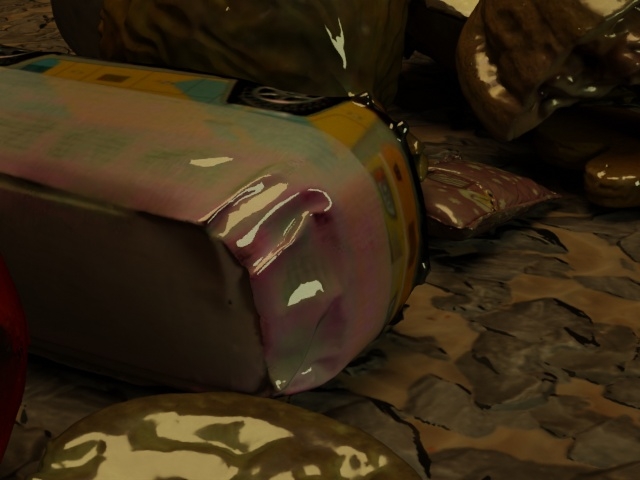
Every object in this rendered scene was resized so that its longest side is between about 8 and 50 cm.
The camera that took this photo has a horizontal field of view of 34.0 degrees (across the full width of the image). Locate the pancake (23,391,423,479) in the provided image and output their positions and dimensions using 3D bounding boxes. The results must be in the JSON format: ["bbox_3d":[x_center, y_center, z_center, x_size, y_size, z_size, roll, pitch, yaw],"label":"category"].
[{"bbox_3d":[-0.050,0.143,0.426,0.222,0.042,0.236,3,26,-3],"label":"pancake"}]

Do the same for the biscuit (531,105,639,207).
[{"bbox_3d":[0.307,-0.059,0.881,0.197,0.049,0.301,-20,30,-36],"label":"biscuit"}]

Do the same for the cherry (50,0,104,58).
[{"bbox_3d":[-0.140,-0.297,1.133,0.335,0.291,0.326,19,-11,13],"label":"cherry"}]

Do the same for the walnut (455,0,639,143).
[{"bbox_3d":[0.232,-0.191,0.885,0.238,0.141,0.204,-2,64,9],"label":"walnut"}]

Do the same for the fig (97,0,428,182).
[{"bbox_3d":[-0.026,-0.138,0.867,0.286,0.286,0.368,-11,42,-22],"label":"fig"}]

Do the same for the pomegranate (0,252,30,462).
[{"bbox_3d":[-0.238,0.051,0.431,0.235,0.210,0.210,4,14,-45],"label":"pomegranate"}]

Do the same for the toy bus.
[{"bbox_3d":[-0.134,-0.010,0.650,0.386,0.171,0.162,11,36,26],"label":"toy bus"}]

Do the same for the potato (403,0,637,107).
[{"bbox_3d":[0.253,-0.304,1.175,0.442,0.319,0.385,36,78,29],"label":"potato"}]

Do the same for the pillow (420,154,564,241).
[{"bbox_3d":[0.110,-0.034,0.831,0.118,0.043,0.185,21,20,32],"label":"pillow"}]
